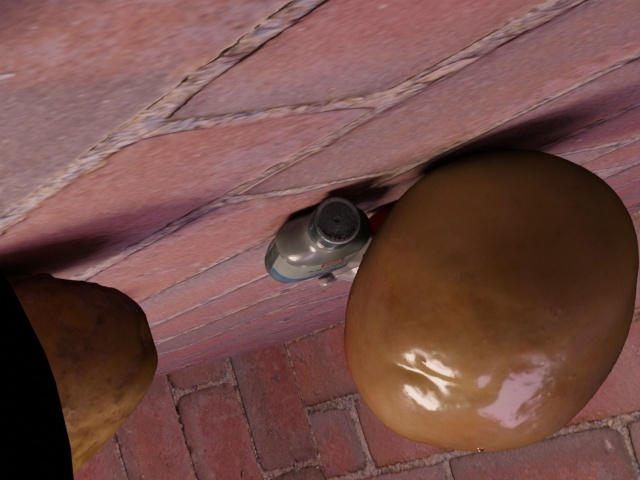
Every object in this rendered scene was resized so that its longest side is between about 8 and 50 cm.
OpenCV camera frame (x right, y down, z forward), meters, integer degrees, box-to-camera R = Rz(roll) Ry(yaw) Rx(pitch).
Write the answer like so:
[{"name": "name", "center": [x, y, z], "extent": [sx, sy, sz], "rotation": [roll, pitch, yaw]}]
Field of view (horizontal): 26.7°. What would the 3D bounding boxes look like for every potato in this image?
[{"name": "potato", "center": [-0.257, 0.116, 1.057], "extent": [0.266, 0.229, 0.229], "rotation": [-33, 172, 4]}]

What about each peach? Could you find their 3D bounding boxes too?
[{"name": "peach", "center": [0.150, 0.051, 1.214], "extent": [0.292, 0.247, 0.292], "rotation": [-33, -177, 2]}]

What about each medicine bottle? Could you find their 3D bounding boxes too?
[{"name": "medicine bottle", "center": [0.000, 0.000, 1.257], "extent": [0.090, 0.054, 0.208], "rotation": [-16, 173, -11]}]

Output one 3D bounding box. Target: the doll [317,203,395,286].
[{"name": "doll", "center": [0.099, -0.009, 1.383], "extent": [0.227, 0.075, 0.102], "rotation": [-28, -176, -3]}]

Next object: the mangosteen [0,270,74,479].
[{"name": "mangosteen", "center": [-0.245, 0.084, 0.407], "extent": [0.307, 0.307, 0.347], "rotation": [-20, 142, 24]}]
